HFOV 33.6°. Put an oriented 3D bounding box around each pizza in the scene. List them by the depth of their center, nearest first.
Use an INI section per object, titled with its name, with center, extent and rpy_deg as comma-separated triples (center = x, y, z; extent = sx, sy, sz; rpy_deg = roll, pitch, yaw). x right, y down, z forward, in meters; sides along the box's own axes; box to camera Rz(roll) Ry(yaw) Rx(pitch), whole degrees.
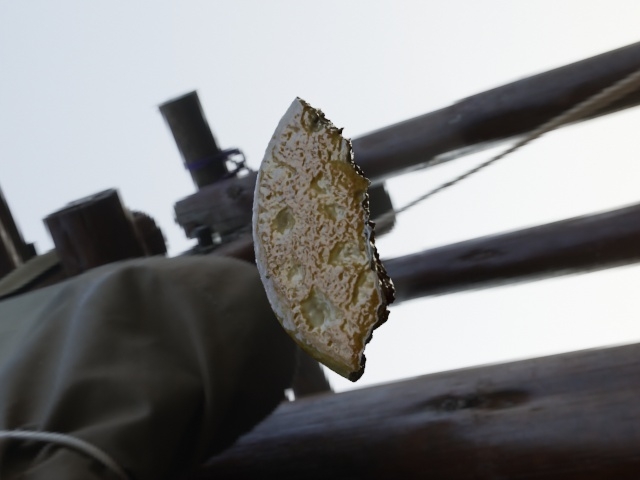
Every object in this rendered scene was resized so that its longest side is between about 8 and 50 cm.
[pizza]
center = 0.002, 0.000, 0.904
extent = 0.058, 0.127, 0.246
rpy_deg = 17, -131, -66
